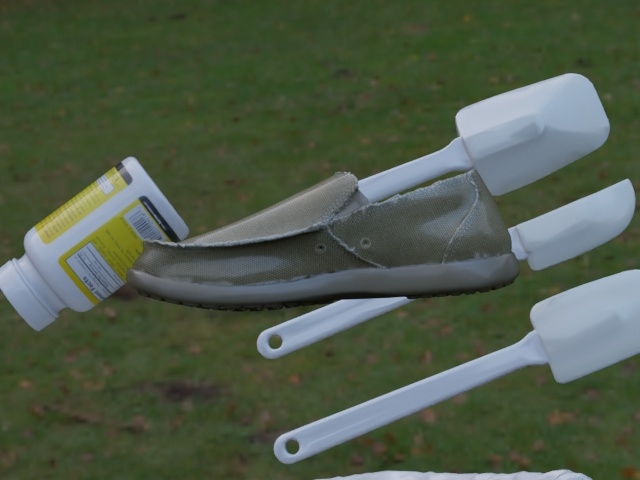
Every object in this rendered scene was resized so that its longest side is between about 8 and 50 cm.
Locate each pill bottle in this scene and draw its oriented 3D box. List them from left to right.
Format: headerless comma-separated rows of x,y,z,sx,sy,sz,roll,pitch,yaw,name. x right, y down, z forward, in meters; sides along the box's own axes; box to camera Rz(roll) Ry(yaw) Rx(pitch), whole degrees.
-0.147,0.005,0.909,0.116,0.065,0.065,-36,19,-4,pill bottle

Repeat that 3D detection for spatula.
0.066,0.016,0.796,0.242,0.168,0.019,-21,-12,2,spatula

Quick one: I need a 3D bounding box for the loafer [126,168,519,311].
0.000,0.000,0.542,0.148,0.050,0.056,-3,-4,-1,loafer

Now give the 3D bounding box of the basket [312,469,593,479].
-0.021,0.312,0.850,0.331,0.266,0.328,-16,1,-41,basket
